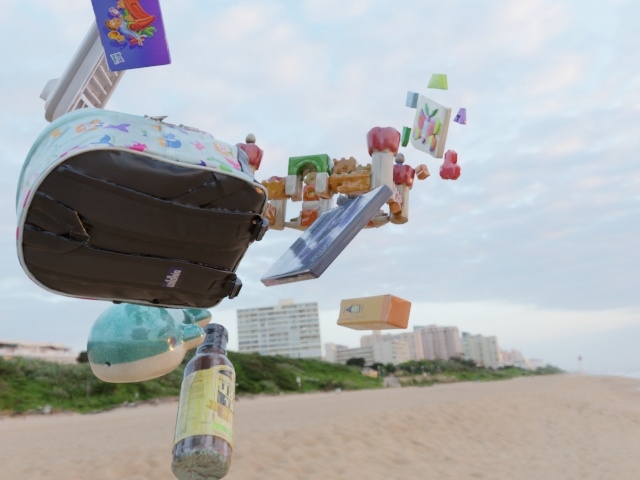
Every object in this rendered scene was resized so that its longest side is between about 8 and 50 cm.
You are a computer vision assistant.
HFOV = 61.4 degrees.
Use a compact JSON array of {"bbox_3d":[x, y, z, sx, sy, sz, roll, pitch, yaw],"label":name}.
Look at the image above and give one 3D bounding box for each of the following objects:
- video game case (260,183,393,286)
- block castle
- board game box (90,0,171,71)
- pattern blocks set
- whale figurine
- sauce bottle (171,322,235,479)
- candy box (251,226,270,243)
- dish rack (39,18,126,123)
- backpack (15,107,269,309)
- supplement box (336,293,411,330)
[{"bbox_3d":[0.000,0.000,0.957,0.026,0.196,0.274,47,-21,-11],"label":"video game case"},{"bbox_3d":[0.015,-0.173,1.463,0.454,0.212,0.303,-3,-19,20],"label":"block castle"},{"bbox_3d":[-0.281,-0.384,0.765,0.078,0.233,0.347,-12,26,-13],"label":"board game box"},{"bbox_3d":[0.294,-0.302,1.450,0.026,0.285,0.325,1,11,-17],"label":"pattern blocks set"},{"bbox_3d":[-0.321,0.165,1.037,0.217,0.141,0.272,-6,10,22],"label":"whale figurine"},{"bbox_3d":[-0.226,0.305,1.082,0.112,0.344,0.111,-4,-54,-5],"label":"sauce bottle"},{"bbox_3d":[-0.197,0.015,1.100,0.187,0.053,0.109,-27,12,46],"label":"candy box"},{"bbox_3d":[-0.452,-0.358,1.092,0.072,0.332,0.285,31,-3,-15],"label":"dish rack"},{"bbox_3d":[-0.218,-0.038,0.640,0.254,0.191,0.225,6,-56,-38],"label":"backpack"},{"bbox_3d":[0.138,0.196,1.447,0.080,0.077,0.233,22,-19,-28],"label":"supplement box"}]
